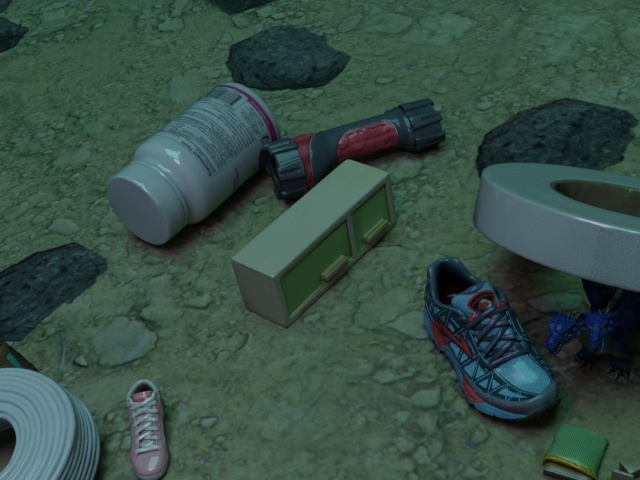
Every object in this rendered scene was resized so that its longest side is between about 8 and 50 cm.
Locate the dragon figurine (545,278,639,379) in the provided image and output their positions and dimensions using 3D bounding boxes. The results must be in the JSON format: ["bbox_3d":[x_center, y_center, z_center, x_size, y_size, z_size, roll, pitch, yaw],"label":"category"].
[{"bbox_3d":[0.370,0.071,1.133,0.085,0.144,0.289,20,49,33],"label":"dragon figurine"}]

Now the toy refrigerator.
[{"bbox_3d":[0.000,0.000,1.354,0.094,0.102,0.269,21,49,35],"label":"toy refrigerator"}]

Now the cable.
[{"bbox_3d":[-0.406,0.271,1.117,0.257,0.089,0.257,26,61,32],"label":"cable"}]

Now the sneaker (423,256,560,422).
[{"bbox_3d":[0.199,0.116,1.139,0.104,0.125,0.262,-25,40,-14],"label":"sneaker"}]

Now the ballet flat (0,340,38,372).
[{"bbox_3d":[-0.563,0.176,1.274,0.342,0.124,0.116,1,39,16],"label":"ballet flat"}]

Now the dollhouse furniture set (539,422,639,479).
[{"bbox_3d":[0.324,0.237,1.011,0.151,0.058,0.076,12,45,28],"label":"dollhouse furniture set"}]

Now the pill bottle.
[{"bbox_3d":[-0.209,-0.128,1.520,0.160,0.160,0.283,19,48,33],"label":"pill bottle"}]

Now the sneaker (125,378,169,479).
[{"bbox_3d":[-0.223,0.234,1.155,0.051,0.070,0.134,-10,40,0],"label":"sneaker"}]

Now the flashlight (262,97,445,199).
[{"bbox_3d":[0.060,-0.156,1.537,0.304,0.103,0.103,-16,9,-11],"label":"flashlight"}]

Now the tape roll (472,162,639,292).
[{"bbox_3d":[0.391,-0.020,1.159,0.392,0.072,0.392,9,15,-2],"label":"tape roll"}]
